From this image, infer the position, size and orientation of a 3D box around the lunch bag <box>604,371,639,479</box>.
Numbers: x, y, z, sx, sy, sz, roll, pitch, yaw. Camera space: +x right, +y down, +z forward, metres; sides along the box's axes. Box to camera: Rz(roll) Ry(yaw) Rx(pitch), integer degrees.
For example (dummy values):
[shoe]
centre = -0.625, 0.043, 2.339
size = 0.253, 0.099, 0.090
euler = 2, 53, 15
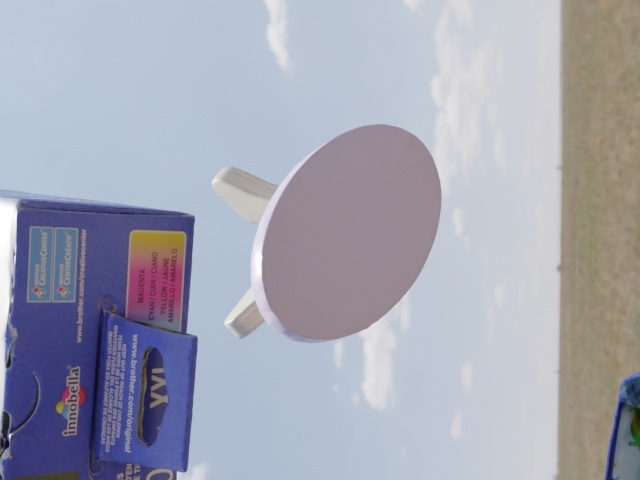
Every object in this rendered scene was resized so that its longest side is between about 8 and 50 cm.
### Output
[lunch bag]
centre = 0.200, 0.146, 0.502
size = 0.129, 0.096, 0.151
euler = 18, -120, -54

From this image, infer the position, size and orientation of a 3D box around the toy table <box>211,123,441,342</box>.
[toy table]
centre = 0.000, 0.000, 1.061
size = 0.274, 0.161, 0.252
euler = -39, -82, -30

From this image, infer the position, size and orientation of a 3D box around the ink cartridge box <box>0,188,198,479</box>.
[ink cartridge box]
centre = -0.235, 0.096, 0.797
size = 0.151, 0.395, 0.270
euler = 3, -87, -34
